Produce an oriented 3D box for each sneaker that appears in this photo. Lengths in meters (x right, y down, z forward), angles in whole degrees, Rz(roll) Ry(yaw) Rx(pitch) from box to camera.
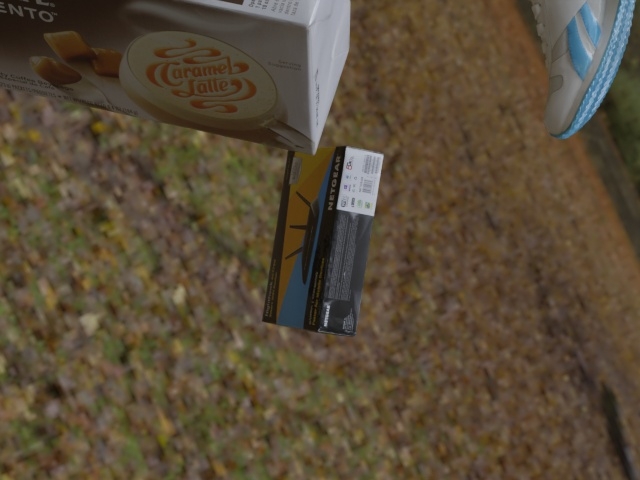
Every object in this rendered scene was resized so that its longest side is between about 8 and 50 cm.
[{"bbox_3d":[0.238,-0.209,1.319,0.087,0.092,0.228,-22,125,-65],"label":"sneaker"}]

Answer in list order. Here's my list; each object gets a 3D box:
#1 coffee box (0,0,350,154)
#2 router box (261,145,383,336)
[{"bbox_3d":[-0.111,-0.151,0.885,0.141,0.246,0.098,90,15,-60],"label":"coffee box"},{"bbox_3d":[0.000,0.000,1.384,0.046,0.133,0.179,10,86,-26],"label":"router box"}]
